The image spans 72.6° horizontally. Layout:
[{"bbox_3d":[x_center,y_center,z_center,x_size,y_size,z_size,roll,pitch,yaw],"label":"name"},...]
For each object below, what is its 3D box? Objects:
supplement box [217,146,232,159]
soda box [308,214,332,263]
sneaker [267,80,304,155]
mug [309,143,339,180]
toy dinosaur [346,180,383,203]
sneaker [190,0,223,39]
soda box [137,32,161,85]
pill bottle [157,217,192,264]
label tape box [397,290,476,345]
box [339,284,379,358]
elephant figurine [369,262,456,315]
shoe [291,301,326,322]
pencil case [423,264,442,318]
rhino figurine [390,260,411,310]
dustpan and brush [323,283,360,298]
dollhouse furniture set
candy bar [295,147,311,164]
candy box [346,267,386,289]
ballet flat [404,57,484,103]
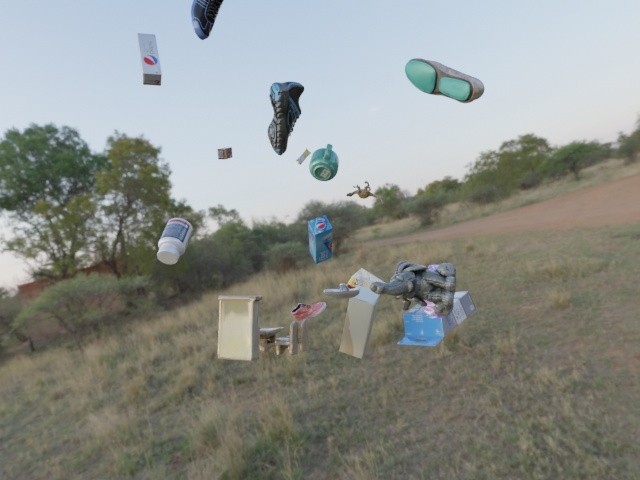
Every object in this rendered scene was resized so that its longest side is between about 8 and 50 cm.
[{"bbox_3d":[-0.490,-0.448,2.239,0.043,0.054,0.083,5,18,16],"label":"supplement box"},{"bbox_3d":[0.000,0.000,1.647,0.071,0.067,0.210,-21,-31,-13],"label":"soda box"},{"bbox_3d":[-0.143,-0.520,1.888,0.140,0.125,0.340,-21,-36,-29],"label":"sneaker"},{"bbox_3d":[0.010,-0.334,1.907,0.130,0.157,0.097,-8,45,20],"label":"mug"},{"bbox_3d":[0.217,-0.230,2.070,0.183,0.092,0.053,10,48,10],"label":"toy dinosaur"},{"bbox_3d":[-0.377,-0.803,1.480,0.091,0.232,0.081,-1,-5,28],"label":"sneaker"},{"bbox_3d":[-0.703,-0.742,1.788,0.074,0.216,0.069,-6,-22,-25],"label":"soda box"},{"bbox_3d":[-0.595,0.004,1.771,0.108,0.108,0.180,-14,41,17],"label":"pill bottle"},{"bbox_3d":[0.524,0.359,2.034,0.334,0.105,0.241,-27,6,-35],"label":"label tape box"},{"bbox_3d":[0.189,0.389,2.092,0.121,0.310,0.148,15,22,15],"label":"box"},{"bbox_3d":[0.294,0.134,1.355,0.240,0.169,0.186,3,-35,20],"label":"elephant figurine"},{"bbox_3d":[-0.062,0.348,2.202,0.178,0.081,0.063,-33,24,20],"label":"shoe"},{"bbox_3d":[0.445,0.194,1.674,0.087,0.206,0.088,-3,15,-11],"label":"pencil case"},{"bbox_3d":[0.333,0.183,1.700,0.073,0.243,0.106,8,41,30],"label":"rhino figurine"},{"bbox_3d":[0.105,0.211,1.828,0.147,0.060,0.211,-5,-22,13],"label":"dustpan and brush"},{"bbox_3d":[-0.285,0.372,1.937,0.362,0.256,0.394,-1,-7,18],"label":"dollhouse furniture set"},{"bbox_3d":[-0.091,-0.463,2.394,0.018,0.040,0.161,-32,18,39],"label":"candy bar"},{"bbox_3d":[0.271,0.262,2.542,0.087,0.183,0.316,-60,-11,11],"label":"candy box"},{"bbox_3d":[0.425,-0.545,1.490,0.106,0.107,0.316,-20,46,-29],"label":"ballet flat"}]
